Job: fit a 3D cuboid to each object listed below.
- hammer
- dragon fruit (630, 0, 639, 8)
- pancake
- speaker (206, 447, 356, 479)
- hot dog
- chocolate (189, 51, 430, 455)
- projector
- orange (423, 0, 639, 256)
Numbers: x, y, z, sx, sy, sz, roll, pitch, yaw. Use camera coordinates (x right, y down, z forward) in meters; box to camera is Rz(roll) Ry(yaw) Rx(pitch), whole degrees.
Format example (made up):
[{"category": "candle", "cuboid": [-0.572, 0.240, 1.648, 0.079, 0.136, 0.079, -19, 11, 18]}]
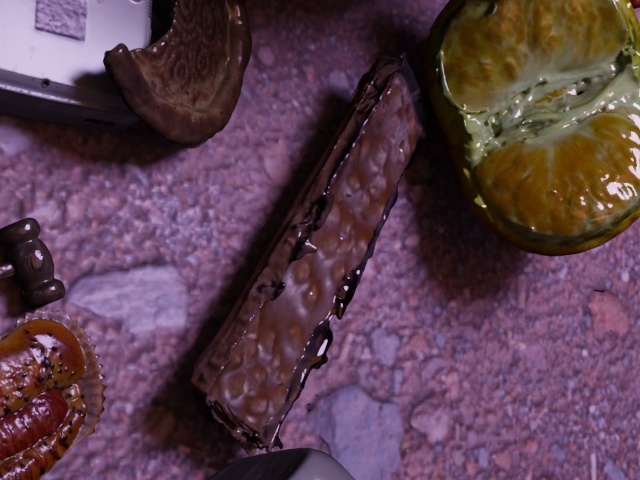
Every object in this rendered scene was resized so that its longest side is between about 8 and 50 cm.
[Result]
[{"category": "hammer", "cuboid": [-0.290, 0.058, 0.689, 0.292, 0.029, 0.058, -23, 92, -34]}, {"category": "dragon fruit", "cuboid": [0.297, -0.351, 1.039, 0.240, 0.330, 0.302, -25, 94, -58]}, {"category": "pancake", "cuboid": [-0.096, -0.160, 0.819, 0.184, 0.020, 0.190, 7, 79, -63]}, {"category": "speaker", "cuboid": [-0.093, 0.314, 0.686, 0.406, 0.183, 0.184, -42, 100, -33]}, {"category": "hot dog", "cuboid": [-0.214, 0.118, 0.711, 0.192, 0.053, 0.099, -34, 98, -37]}, {"category": "chocolate", "cuboid": [-0.004, 0.001, 0.874, 0.329, 0.065, 0.102, -62, 148, -27]}, {"category": "projector", "cuboid": [-0.186, -0.143, 0.777, 0.147, 0.061, 0.115, 9, 74, -34]}, {"category": "orange", "cuboid": [0.188, -0.108, 0.962, 0.179, 0.158, 0.237, -21, 91, 8]}]
